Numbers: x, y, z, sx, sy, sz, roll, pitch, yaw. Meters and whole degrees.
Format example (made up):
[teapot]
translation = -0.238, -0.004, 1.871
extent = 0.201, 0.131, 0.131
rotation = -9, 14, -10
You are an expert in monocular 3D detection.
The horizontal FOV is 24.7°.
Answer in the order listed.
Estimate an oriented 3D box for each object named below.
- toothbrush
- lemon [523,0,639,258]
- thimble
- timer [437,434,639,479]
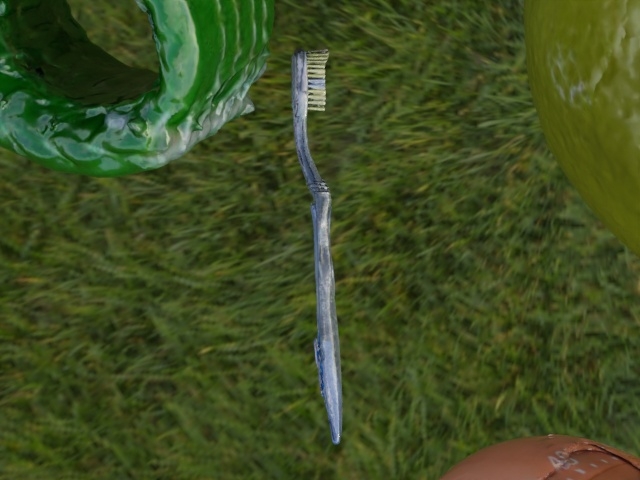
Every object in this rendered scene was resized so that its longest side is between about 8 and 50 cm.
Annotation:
[toothbrush]
translation = 0.000, 0.000, 1.485
extent = 0.042, 0.035, 0.414
rotation = -3, 79, -4
[lemon]
translation = 0.168, -0.073, 0.545
extent = 0.184, 0.184, 0.248
rotation = -46, 55, 11
[thimble]
translation = -0.086, -0.089, 0.582
extent = 0.130, 0.090, 0.118
rotation = 38, 123, 7
[timer]
translation = 0.157, 0.243, 0.930
extent = 0.215, 0.229, 0.230
rotation = 27, 100, 37
